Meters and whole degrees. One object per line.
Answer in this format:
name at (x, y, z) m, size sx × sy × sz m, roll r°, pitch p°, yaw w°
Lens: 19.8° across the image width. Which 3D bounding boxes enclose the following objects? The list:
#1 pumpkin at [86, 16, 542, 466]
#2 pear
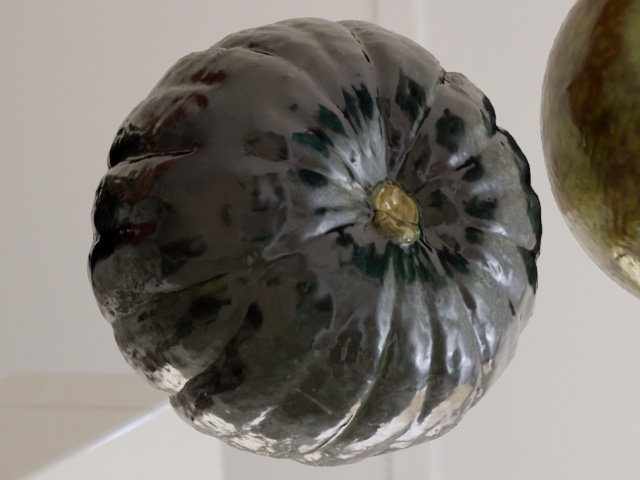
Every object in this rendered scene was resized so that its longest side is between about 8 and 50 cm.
pumpkin at (0.000, 0.000, 0.879) m, size 0.162 × 0.220 × 0.220 m, roll -20°, pitch -90°, yaw 58°
pear at (0.275, -0.067, 1.113) m, size 0.283 × 0.283 × 0.284 m, roll 2°, pitch -82°, yaw 18°
